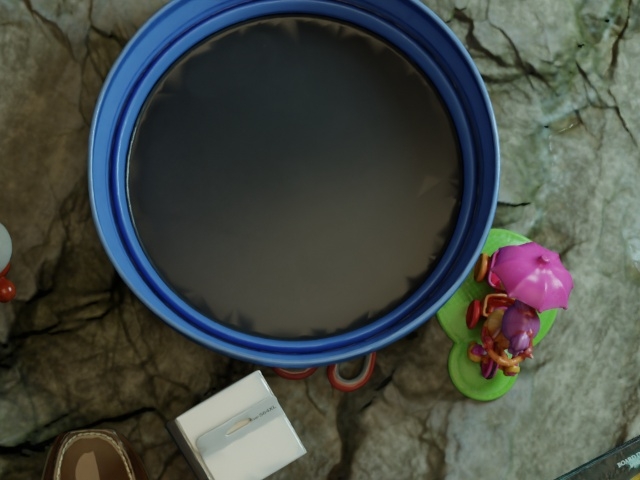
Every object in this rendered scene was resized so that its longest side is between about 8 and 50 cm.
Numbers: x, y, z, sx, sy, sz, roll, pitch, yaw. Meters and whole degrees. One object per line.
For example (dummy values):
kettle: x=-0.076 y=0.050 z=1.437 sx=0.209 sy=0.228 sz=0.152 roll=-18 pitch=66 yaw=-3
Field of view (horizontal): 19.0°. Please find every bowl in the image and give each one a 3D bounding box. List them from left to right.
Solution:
bowl: x=-0.025 y=-0.069 z=1.824 sx=0.391 sy=0.077 sz=0.391 roll=0 pitch=78 yaw=0

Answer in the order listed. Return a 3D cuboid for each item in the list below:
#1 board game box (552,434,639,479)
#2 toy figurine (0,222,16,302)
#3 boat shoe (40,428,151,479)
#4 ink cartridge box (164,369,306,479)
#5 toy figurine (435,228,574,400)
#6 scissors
board game box: x=0.285 y=0.277 z=1.882 sx=0.186 sy=0.026 sz=0.126 roll=-26 pitch=87 yaw=-10
toy figurine: x=-0.390 y=0.062 z=1.742 sx=0.210 sy=0.148 sz=0.213 roll=14 pitch=82 yaw=-7
boat shoe: x=-0.195 y=0.334 z=1.754 sx=0.123 sy=0.120 sz=0.324 roll=-5 pitch=84 yaw=-9
ink cartridge box: x=-0.080 y=0.183 z=1.778 sx=0.092 sy=0.143 sz=0.090 roll=-31 pitch=89 yaw=-11
toy figurine: x=0.181 y=0.066 z=1.824 sx=0.130 sy=0.159 sz=0.173 roll=13 pitch=82 yaw=-7
scissors: x=0.000 y=0.000 z=1.878 sx=0.109 sy=0.021 sz=0.297 roll=0 pitch=82 yaw=-6
